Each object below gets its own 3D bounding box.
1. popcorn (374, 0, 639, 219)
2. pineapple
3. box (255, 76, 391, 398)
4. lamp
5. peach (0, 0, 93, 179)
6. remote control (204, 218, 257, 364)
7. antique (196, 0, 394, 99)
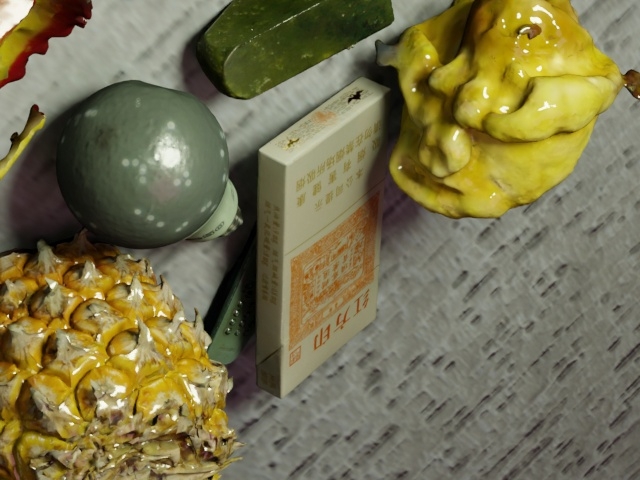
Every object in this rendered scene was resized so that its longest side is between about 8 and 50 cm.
[{"bbox_3d":[0.194,-0.177,2.046,0.281,0.297,0.316,17,142,-12],"label":"popcorn"},{"bbox_3d":[-0.258,0.188,1.952,0.352,0.300,0.352,-21,139,-20],"label":"pineapple"},{"bbox_3d":[0.000,0.001,2.139,0.204,0.051,0.365,-39,144,-39],"label":"box"},{"bbox_3d":[-0.150,-0.066,1.915,0.182,0.182,0.314,-54,144,11],"label":"lamp"},{"bbox_3d":[-0.403,-0.174,1.513,0.406,0.310,0.335,-50,178,22],"label":"peach"},{"bbox_3d":[-0.087,0.056,2.165,0.072,0.042,0.222,9,116,-45],"label":"remote control"},{"bbox_3d":[-0.034,-0.239,1.938,0.221,0.080,0.081,-29,136,-16],"label":"antique"}]
